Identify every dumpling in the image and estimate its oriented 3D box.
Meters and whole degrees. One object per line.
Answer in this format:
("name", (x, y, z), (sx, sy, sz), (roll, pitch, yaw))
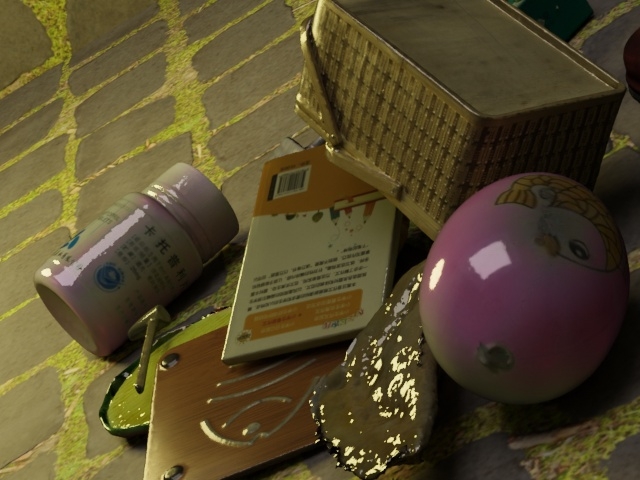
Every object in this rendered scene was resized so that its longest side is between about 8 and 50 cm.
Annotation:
("dumpling", (0.074, 0.146, 1.742), (0.166, 0.086, 0.332), (-35, 19, 31))

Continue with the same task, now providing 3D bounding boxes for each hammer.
("hammer", (-0.219, 0.140, 2.148), (0.060, 0.028, 0.195), (-34, 18, 14))

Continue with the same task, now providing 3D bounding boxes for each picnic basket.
("picnic basket", (0.139, -0.148, 1.926), (0.228, 0.175, 0.313), (-14, 42, -36))

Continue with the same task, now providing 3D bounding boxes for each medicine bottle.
("medicine bottle", (-0.239, 0.021, 2.336), (0.254, 0.152, 0.152), (-42, 24, -18))

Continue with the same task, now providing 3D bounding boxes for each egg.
("egg", (0.191, 0.038, 1.665), (0.196, 0.196, 0.271), (-26, 23, 17))

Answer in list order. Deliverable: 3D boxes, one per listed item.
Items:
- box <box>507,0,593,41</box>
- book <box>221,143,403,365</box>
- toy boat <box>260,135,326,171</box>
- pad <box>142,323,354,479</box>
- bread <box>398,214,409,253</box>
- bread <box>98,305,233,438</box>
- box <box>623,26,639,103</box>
("box", (0.229, -0.264, 2.373), (0.245, 0.092, 0.153), (-45, 25, -28))
("book", (0.000, 0.000, 2.017), (0.208, 0.020, 0.295), (-14, 46, 29))
("toy boat", (0.036, -0.136, 2.287), (0.293, 0.111, 0.276), (-46, 0, -14))
("pad", (-0.062, 0.157, 1.937), (0.286, 0.018, 0.284), (-23, 30, 13))
("bread", (0.043, -0.019, 2.098), (0.119, 0.084, 0.177), (-58, 24, 6))
("bread", (-0.163, 0.158, 2.108), (0.228, 0.033, 0.228), (-28, 21, 12))
("box", (0.523, -0.255, 1.933), (0.404, 0.108, 0.263), (-34, 22, -3))
